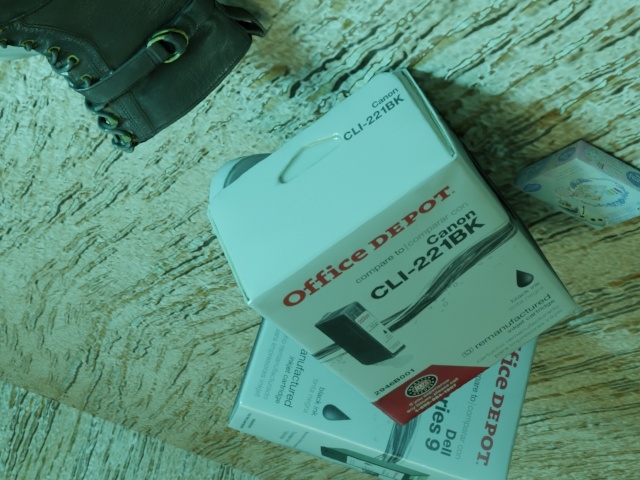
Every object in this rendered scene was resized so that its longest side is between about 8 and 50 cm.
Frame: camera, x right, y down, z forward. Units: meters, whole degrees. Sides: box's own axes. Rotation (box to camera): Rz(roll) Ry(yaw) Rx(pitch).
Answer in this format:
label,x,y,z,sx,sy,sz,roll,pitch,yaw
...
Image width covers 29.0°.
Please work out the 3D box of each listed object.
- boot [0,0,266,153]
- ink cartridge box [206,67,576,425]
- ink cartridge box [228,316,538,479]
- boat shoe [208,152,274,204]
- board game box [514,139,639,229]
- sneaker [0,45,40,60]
label,x,y,z,sx,sy,sz,roll,pitch,yaw
boot,-0.181,-0.133,0.867,0.091,0.263,0.229,58,180,37
ink cartridge box,0.065,0.016,1.029,0.197,0.114,0.273,-35,139,10
ink cartridge box,0.072,0.138,1.330,0.289,0.211,0.121,18,158,-4
boat shoe,0.001,-0.004,1.177,0.306,0.113,0.105,16,172,-41
board game box,0.221,-0.044,1.015,0.090,0.020,0.090,25,159,-18
sneaker,-0.303,-0.172,0.911,0.290,0.106,0.123,3,178,-35
